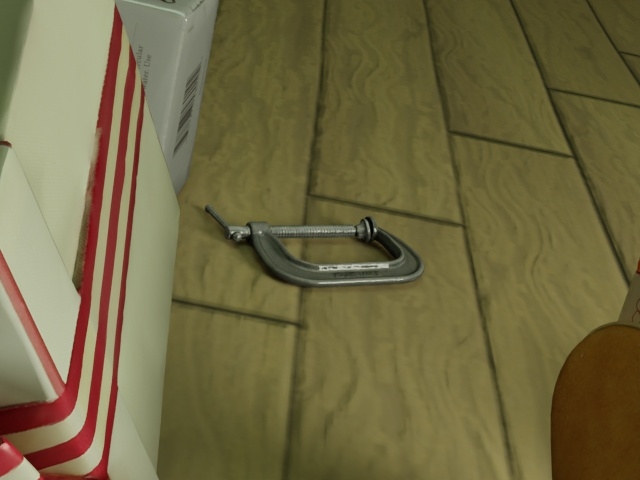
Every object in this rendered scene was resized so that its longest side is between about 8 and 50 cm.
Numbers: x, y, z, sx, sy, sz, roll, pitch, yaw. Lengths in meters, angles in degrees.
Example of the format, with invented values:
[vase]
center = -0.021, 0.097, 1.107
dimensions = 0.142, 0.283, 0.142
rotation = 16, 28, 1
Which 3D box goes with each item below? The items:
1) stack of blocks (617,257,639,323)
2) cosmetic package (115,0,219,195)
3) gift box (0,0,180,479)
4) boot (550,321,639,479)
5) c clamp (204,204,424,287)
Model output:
[stack of blocks]
center = 0.227, 0.097, 0.664
dimensions = 0.171, 0.297, 0.087
rotation = 28, 26, 29
[cosmetic package]
center = -0.282, -0.149, 1.078
dimensions = 0.366, 0.197, 0.155
rotation = 15, 24, 2
[gift box]
center = -0.179, 0.028, 0.568
dimensions = 0.255, 0.276, 0.258
rotation = -9, 46, 10
[boot]
center = 0.080, 0.150, 0.487
dimensions = 0.211, 0.104, 0.295
rotation = 7, 52, -28
[c clamp]
center = 0.000, 0.000, 1.099
dimensions = 0.161, 0.022, 0.137
rotation = 2, 26, -22
